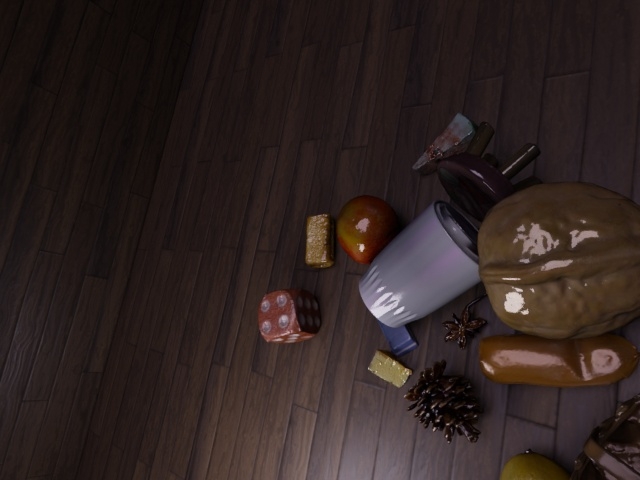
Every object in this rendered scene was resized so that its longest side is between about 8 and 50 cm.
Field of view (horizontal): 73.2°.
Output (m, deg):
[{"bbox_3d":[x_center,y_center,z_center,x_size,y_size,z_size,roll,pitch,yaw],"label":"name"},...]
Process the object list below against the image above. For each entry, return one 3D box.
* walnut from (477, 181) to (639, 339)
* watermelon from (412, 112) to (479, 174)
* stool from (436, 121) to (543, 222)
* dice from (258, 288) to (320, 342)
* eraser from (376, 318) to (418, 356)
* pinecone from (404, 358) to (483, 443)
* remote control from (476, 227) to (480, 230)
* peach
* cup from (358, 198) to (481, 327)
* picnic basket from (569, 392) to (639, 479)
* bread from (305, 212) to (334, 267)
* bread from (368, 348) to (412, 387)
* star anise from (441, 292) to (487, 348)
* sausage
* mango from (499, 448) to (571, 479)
[{"bbox_3d":[0.548,0.043,0.977,0.381,0.381,0.382,-12,68,34],"label":"walnut"},{"bbox_3d":[0.412,-0.315,1.440,0.241,0.094,0.154,-42,47,22],"label":"watermelon"},{"bbox_3d":[0.489,-0.183,1.236,0.178,0.272,0.272,-45,52,-3],"label":"stool"},{"bbox_3d":[-0.112,0.275,1.579,0.179,0.174,0.174,-23,62,30],"label":"dice"},{"bbox_3d":[0.233,0.262,1.411,0.082,0.036,0.225,-38,56,22],"label":"eraser"},{"bbox_3d":[0.347,0.449,1.179,0.212,0.168,0.186,31,138,26],"label":"pinecone"},{"bbox_3d":[0.491,0.060,1.284,0.059,0.028,0.212,-33,57,29],"label":"remote control"},{"bbox_3d":[0.158,-0.036,1.450,0.230,0.231,0.231,-12,68,34],"label":"peach"},{"bbox_3d":[0.307,0.077,1.271,0.371,0.253,0.254,-45,53,32],"label":"cup"},{"bbox_3d":[0.660,0.470,0.846,0.254,0.321,0.291,37,101,35],"label":"picnic basket"},{"bbox_3d":[0.000,0.000,1.642,0.113,0.083,0.211,-8,71,30],"label":"bread"},{"bbox_3d":[0.217,0.407,1.349,0.109,0.080,0.084,35,100,41],"label":"bread"},{"bbox_3d":[0.431,0.228,1.258,0.097,0.070,0.191,42,102,10],"label":"star anise"},{"bbox_3d":[0.589,0.298,1.082,0.353,0.116,0.134,-8,57,32],"label":"sausage"},{"bbox_3d":[0.538,0.664,0.993,0.195,0.142,0.332,-32,66,30],"label":"mango"}]
